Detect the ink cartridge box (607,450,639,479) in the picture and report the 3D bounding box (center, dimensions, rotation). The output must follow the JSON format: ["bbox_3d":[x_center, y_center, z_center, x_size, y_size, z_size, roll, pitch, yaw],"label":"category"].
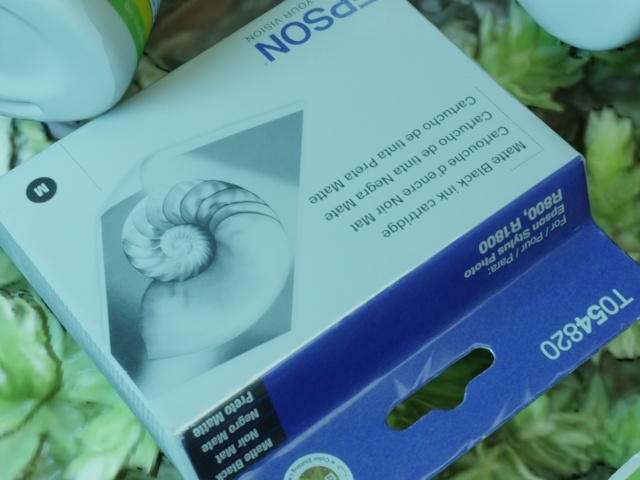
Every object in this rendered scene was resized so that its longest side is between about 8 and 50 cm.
[{"bbox_3d":[0.172,0.222,0.617,0.189,0.097,0.255,-37,81,-20],"label":"ink cartridge box"}]

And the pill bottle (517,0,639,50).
[{"bbox_3d":[0.224,-0.215,0.732,0.283,0.160,0.160,-24,78,-16],"label":"pill bottle"}]

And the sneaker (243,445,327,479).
[{"bbox_3d":[0.012,0.177,0.625,0.192,0.064,0.086,45,67,3],"label":"sneaker"}]

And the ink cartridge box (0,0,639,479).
[{"bbox_3d":[0.000,0.000,0.654,0.223,0.045,0.224,-35,62,-17],"label":"ink cartridge box"}]

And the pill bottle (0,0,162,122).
[{"bbox_3d":[-0.115,-0.190,0.680,0.136,0.136,0.246,18,66,-3],"label":"pill bottle"}]
